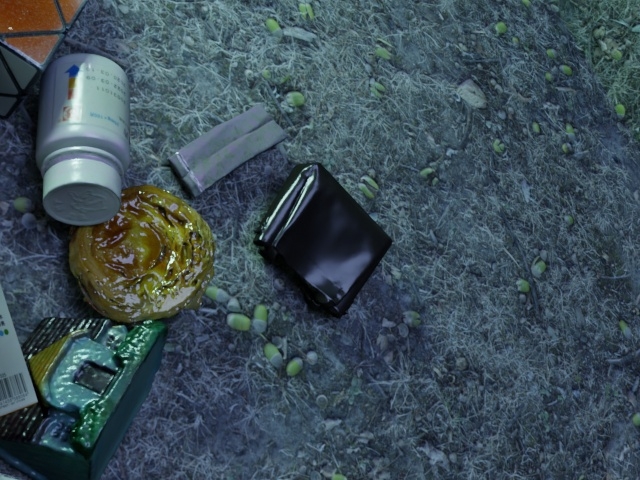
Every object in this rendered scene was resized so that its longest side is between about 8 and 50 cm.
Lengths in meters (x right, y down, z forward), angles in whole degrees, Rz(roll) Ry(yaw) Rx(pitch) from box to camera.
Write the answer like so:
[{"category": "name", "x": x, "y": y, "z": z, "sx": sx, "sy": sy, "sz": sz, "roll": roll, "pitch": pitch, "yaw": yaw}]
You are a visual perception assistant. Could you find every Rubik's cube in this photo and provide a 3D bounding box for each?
[{"category": "Rubik's cube", "x": -0.579, "y": -0.385, "z": 1.721, "sx": 0.207, "sy": 0.205, "sz": 0.205, "roll": 32, "pitch": 54, "yaw": -22}]

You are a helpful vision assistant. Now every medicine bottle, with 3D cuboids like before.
[{"category": "medicine bottle", "x": -0.434, "y": -0.186, "z": 1.746, "sx": 0.170, "sy": 0.170, "sz": 0.293, "roll": 16, "pitch": 52, "yaw": -32}]

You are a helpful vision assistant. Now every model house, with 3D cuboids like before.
[{"category": "model house", "x": -0.430, "y": 0.232, "z": 1.590, "sx": 0.248, "sy": 0.230, "sz": 0.281, "roll": 25, "pitch": 51, "yaw": 2}]

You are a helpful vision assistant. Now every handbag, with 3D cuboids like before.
[{"category": "handbag", "x": 0.000, "y": 0.000, "z": 2.067, "sx": 0.285, "sy": 0.113, "sz": 0.257, "roll": 46, "pitch": 55, "yaw": -22}]

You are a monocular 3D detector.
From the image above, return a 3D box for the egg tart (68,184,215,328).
[{"category": "egg tart", "x": -0.336, "y": 0.042, "z": 1.786, "sx": 0.297, "sy": 0.132, "sz": 0.297, "roll": 11, "pitch": 59, "yaw": -18}]

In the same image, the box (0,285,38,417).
[{"category": "box", "x": -0.555, "y": 0.176, "z": 1.363, "sx": 0.274, "sy": 0.091, "sz": 0.221, "roll": -11, "pitch": 82, "yaw": -63}]

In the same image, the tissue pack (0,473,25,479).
[{"category": "tissue pack", "x": -0.466, "y": 0.572, "z": 1.362, "sx": 0.264, "sy": 0.253, "sz": 0.417, "roll": 24, "pitch": 58, "yaw": -27}]

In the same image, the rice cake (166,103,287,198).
[{"category": "rice cake", "x": -0.199, "y": -0.197, "z": 2.037, "sx": 0.298, "sy": 0.050, "sz": 0.106, "roll": -39, "pitch": 97, "yaw": -41}]
